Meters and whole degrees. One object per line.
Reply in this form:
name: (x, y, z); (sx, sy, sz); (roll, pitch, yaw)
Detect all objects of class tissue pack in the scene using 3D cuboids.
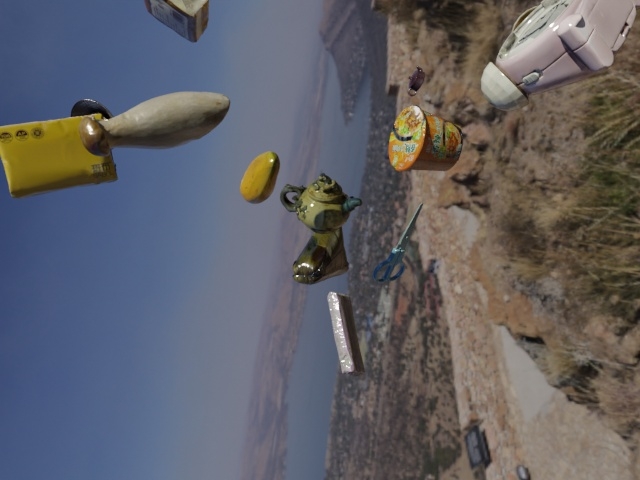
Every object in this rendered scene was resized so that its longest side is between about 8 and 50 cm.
tissue pack: (-0.702, -0.229, 1.452); (0.134, 0.271, 0.192); (-164, 61, -67)
tissue pack: (-0.403, -0.655, 1.490); (0.092, 0.183, 0.226); (-54, 11, -3)

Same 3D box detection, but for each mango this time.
mango: (-0.231, -0.244, 2.107); (0.317, 0.119, 0.176); (133, 147, -54)

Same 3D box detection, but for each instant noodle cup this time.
instant noodle cup: (0.371, -0.339, 1.879); (0.230, 0.182, 0.230); (-172, 90, -68)

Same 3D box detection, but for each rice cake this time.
rice cake: (0.089, 0.325, 1.891); (0.106, 0.050, 0.297); (18, -123, -56)

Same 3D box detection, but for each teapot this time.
teapot: (0.307, -0.519, 1.758); (0.068, 0.045, 0.100); (-151, 82, -81)
teapot: (-0.001, -0.130, 1.702); (0.173, 0.270, 0.182); (-62, -17, -47)

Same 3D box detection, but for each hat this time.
hat: (-0.777, -0.417, 1.911); (0.082, 0.193, 0.193); (-62, -13, -54)

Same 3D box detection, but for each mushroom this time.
mushroom: (-0.379, -0.275, 1.266); (0.128, 0.350, 0.128); (50, 149, 44)

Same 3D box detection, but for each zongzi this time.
zongzi: (0.000, 0.000, 1.979); (0.286, 0.139, 0.299); (-11, -76, -63)

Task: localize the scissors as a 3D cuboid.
scissors: (0.387, 0.015, 2.546); (0.029, 0.193, 0.447); (47, 126, 41)

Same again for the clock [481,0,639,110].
clock: (0.581, -0.494, 1.345); (0.342, 0.184, 0.326); (-50, 17, -24)
